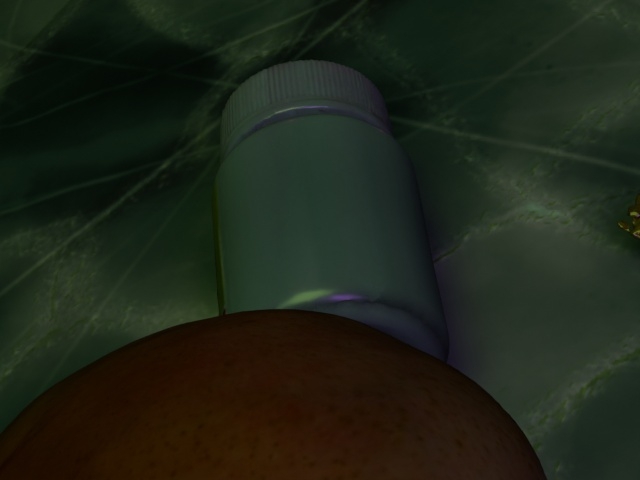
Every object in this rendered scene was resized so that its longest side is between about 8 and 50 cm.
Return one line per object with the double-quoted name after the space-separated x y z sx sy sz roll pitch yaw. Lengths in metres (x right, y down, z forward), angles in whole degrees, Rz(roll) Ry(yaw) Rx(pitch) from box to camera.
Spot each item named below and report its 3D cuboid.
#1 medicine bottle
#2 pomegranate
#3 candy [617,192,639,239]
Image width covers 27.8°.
0.000 0.000 0.840 0.139 0.139 0.225 -20 47 13 "medicine bottle"
-0.020 0.173 0.621 0.319 0.319 0.319 -15 48 18 "pomegranate"
0.332 -0.018 0.716 0.187 0.081 0.297 -46 40 -11 "candy"
